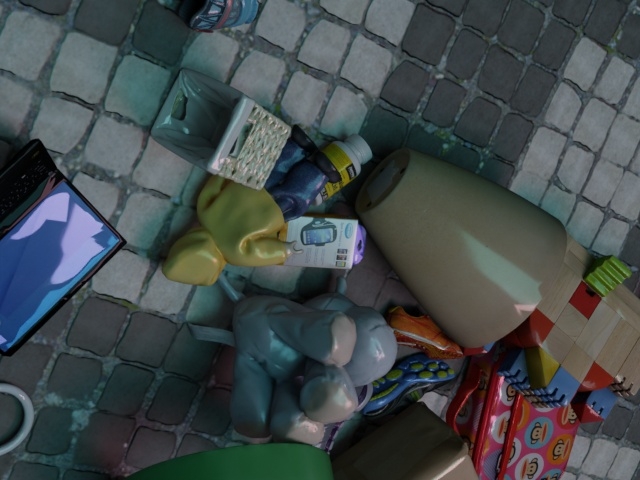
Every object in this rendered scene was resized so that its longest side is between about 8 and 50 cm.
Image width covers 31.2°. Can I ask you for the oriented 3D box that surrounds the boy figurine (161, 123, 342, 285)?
[{"bbox_3d":[-0.099,-0.029,1.630,0.285,0.177,0.092,-43,164,-1],"label":"boy figurine"}]

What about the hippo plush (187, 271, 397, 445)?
[{"bbox_3d":[-0.021,0.177,1.728,0.236,0.294,0.234,-1,110,-56],"label":"hippo plush"}]

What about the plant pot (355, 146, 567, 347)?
[{"bbox_3d":[0.194,-0.012,1.783,0.274,0.256,0.256,37,86,-20],"label":"plant pot"}]

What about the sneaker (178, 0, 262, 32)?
[{"bbox_3d":[-0.156,-0.391,1.479,0.125,0.104,0.262,-23,119,-22],"label":"sneaker"}]

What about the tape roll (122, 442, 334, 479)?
[{"bbox_3d":[-0.137,0.379,1.674,0.321,0.321,0.077,6,62,-34],"label":"tape roll"}]

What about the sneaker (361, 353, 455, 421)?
[{"bbox_3d":[0.144,0.252,1.950,0.188,0.067,0.078,-22,140,-26],"label":"sneaker"}]

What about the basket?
[{"bbox_3d":[-0.134,-0.149,1.551,0.103,0.167,0.113,24,94,-43],"label":"basket"}]

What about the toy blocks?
[{"bbox_3d":[0.407,0.165,1.924,0.381,0.191,0.261,41,69,-10],"label":"toy blocks"}]

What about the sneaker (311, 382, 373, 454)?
[{"bbox_3d":[-0.012,0.283,1.843,0.224,0.083,0.098,-52,130,-18],"label":"sneaker"}]

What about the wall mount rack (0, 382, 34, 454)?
[{"bbox_3d":[-0.524,0.235,1.465,0.350,0.130,0.304,-11,113,-30],"label":"wall mount rack"}]

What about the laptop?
[{"bbox_3d":[-0.385,0.019,1.467,0.136,0.264,0.234,44,80,1],"label":"laptop"}]

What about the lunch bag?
[{"bbox_3d":[0.342,0.304,2.060,0.258,0.120,0.293,3,104,-30],"label":"lunch bag"}]

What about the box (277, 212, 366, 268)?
[{"bbox_3d":[0.000,0.000,1.749,0.136,0.028,0.081,3,107,-14],"label":"box"}]

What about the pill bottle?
[{"bbox_3d":[0.019,-0.109,1.722,0.116,0.065,0.065,-39,124,-15],"label":"pill bottle"}]

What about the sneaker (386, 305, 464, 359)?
[{"bbox_3d":[0.183,0.156,1.926,0.175,0.064,0.067,28,57,-36],"label":"sneaker"}]

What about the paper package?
[{"bbox_3d":[0.127,0.488,1.921,0.325,0.168,0.309,-34,126,-9],"label":"paper package"}]
